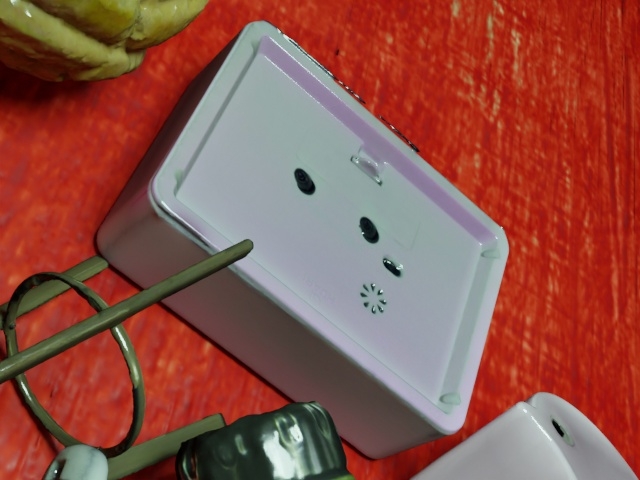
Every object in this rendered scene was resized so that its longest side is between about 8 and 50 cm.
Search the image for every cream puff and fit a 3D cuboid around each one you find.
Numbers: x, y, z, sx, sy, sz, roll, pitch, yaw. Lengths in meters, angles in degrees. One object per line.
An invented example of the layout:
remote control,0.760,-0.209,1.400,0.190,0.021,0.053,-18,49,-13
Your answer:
cream puff,-0.138,-0.155,0.500,0.189,0.129,0.189,34,40,-33

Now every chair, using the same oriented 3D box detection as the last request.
chair,-0.123,0.067,0.415,0.221,0.104,0.095,-20,98,-48

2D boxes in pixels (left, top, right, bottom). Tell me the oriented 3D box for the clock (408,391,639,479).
clock,0.184,0.221,0.548,0.290,0.080,0.275,30,26,-42

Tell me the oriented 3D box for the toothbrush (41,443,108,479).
toothbrush,-0.145,0.243,0.281,0.040,0.042,0.418,34,59,-29

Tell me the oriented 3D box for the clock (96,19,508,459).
clock,0.000,0.000,0.577,0.197,0.063,0.150,39,46,-18

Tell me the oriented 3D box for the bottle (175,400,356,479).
bottle,0.010,0.195,0.433,0.112,0.112,0.260,-6,72,-43
